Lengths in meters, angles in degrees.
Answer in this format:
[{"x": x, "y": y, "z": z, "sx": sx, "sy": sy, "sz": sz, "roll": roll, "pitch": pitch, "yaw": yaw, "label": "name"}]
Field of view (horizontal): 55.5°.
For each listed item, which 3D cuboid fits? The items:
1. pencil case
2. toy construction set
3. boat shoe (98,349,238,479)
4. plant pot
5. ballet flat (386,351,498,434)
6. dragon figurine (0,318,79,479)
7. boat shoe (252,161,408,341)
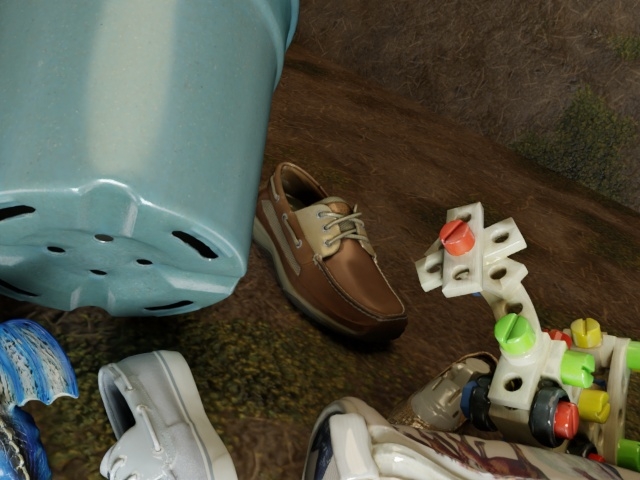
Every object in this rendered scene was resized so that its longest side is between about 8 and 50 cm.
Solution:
[{"x": 0.178, "y": 0.224, "z": 0.426, "sx": 0.411, "sy": 0.183, "sz": 0.160, "roll": 15, "pitch": 27, "yaw": -10, "label": "pencil case"}, {"x": 0.222, "y": 0.114, "z": 0.590, "sx": 0.328, "sy": 0.151, "sz": 0.215, "roll": 42, "pitch": 59, "yaw": -24, "label": "toy construction set"}, {"x": -0.121, "y": 0.165, "z": 0.450, "sx": 0.081, "sy": 0.079, "sz": 0.227, "roll": -3, "pitch": 27, "yaw": -28, "label": "boat shoe"}, {"x": -0.189, "y": -0.121, "z": 0.594, "sx": 0.342, "sy": 0.341, "sz": 0.333, "roll": 10, "pitch": 61, "yaw": -21, "label": "plant pot"}, {"x": 0.133, "y": 0.164, "z": 0.638, "sx": 0.073, "sy": 0.067, "sz": 0.206, "roll": 31, "pitch": 27, "yaw": 25, "label": "ballet flat"}, {"x": -0.218, "y": 0.109, "z": 0.397, "sx": 0.289, "sy": 0.144, "sz": 0.085, "roll": 34, "pitch": 29, "yaw": 26, "label": "dragon figurine"}, {"x": 0.000, "y": 0.000, "z": 0.801, "sx": 0.123, "sy": 0.119, "sz": 0.324, "roll": -2, "pitch": 33, "yaw": -38, "label": "boat shoe"}]
